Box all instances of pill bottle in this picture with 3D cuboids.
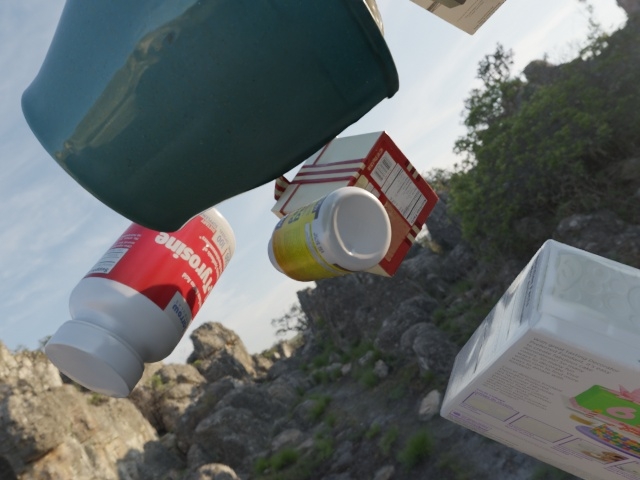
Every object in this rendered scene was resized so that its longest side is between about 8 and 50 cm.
[{"bbox_3d":[-0.361,0.103,0.982,0.229,0.229,0.408,-43,17,45],"label":"pill bottle"},{"bbox_3d":[0.000,0.000,0.711,0.117,0.117,0.215,-31,6,-32],"label":"pill bottle"}]

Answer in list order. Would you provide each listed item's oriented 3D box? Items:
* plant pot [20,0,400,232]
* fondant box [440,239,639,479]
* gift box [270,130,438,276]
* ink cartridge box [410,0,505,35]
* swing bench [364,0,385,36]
[{"bbox_3d":[-0.112,-0.156,0.434,0.255,0.272,0.271,-41,-8,8],"label":"plant pot"},{"bbox_3d":[0.284,0.158,0.491,0.330,0.238,0.096,89,-156,-59],"label":"fondant box"},{"bbox_3d":[0.060,-0.101,1.037,0.255,0.276,0.258,-52,29,-19],"label":"gift box"},{"bbox_3d":[0.244,-0.584,0.987,0.272,0.199,0.114,5,-34,-37],"label":"ink cartridge box"},{"bbox_3d":[-0.042,-0.412,0.715,0.253,0.254,0.165,50,-121,-52],"label":"swing bench"}]
